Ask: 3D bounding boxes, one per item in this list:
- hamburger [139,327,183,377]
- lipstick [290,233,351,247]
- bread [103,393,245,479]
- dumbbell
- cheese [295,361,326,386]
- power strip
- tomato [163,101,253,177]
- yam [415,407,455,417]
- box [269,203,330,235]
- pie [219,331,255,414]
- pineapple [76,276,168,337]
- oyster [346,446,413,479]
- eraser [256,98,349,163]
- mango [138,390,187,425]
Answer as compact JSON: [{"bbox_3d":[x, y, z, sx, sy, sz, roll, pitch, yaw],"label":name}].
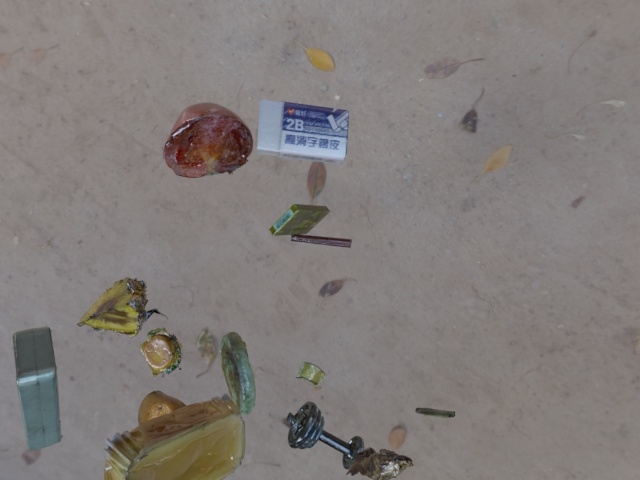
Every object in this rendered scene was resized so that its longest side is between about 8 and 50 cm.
[{"bbox_3d":[-0.612,0.432,1.797,0.164,0.093,0.190,-24,81,13],"label":"hamburger"},{"bbox_3d":[0.000,-0.001,1.301,0.176,0.027,0.027,6,108,13],"label":"lipstick"},{"bbox_3d":[-0.253,0.379,0.820,0.107,0.241,0.136,10,102,41],"label":"bread"},{"bbox_3d":[0.030,0.475,1.082,0.254,0.110,0.110,33,106,-10],"label":"dumbbell"},{"bbox_3d":[-0.025,0.411,1.401,0.084,0.041,0.060,26,93,12],"label":"cheese"},{"bbox_3d":[-0.449,0.255,0.736,0.053,0.093,0.288,-7,139,-34],"label":"power strip"},{"bbox_3d":[-0.377,-0.349,1.496,0.308,0.170,0.309,-14,150,-8],"label":"tomato"},{"bbox_3d":[0.203,0.305,0.813,0.107,0.014,0.014,21,110,-36],"label":"yam"},{"bbox_3d":[-0.062,-0.064,1.436,0.121,0.193,0.030,-42,71,25],"label":"box"},{"bbox_3d":[-0.235,0.375,1.300,0.054,0.240,0.241,-10,109,-25],"label":"pie"},{"bbox_3d":[-0.615,0.210,1.484,0.334,0.161,0.158,-30,120,35],"label":"pineapple"},{"bbox_3d":[0.095,0.330,0.689,0.132,0.086,0.029,-26,76,33],"label":"oyster"},{"bbox_3d":[-0.043,-0.257,1.088,0.210,0.068,0.125,5,88,-9],"label":"eraser"},{"bbox_3d":[-0.369,0.423,1.073,0.164,0.115,0.089,12,154,26],"label":"mango"}]
